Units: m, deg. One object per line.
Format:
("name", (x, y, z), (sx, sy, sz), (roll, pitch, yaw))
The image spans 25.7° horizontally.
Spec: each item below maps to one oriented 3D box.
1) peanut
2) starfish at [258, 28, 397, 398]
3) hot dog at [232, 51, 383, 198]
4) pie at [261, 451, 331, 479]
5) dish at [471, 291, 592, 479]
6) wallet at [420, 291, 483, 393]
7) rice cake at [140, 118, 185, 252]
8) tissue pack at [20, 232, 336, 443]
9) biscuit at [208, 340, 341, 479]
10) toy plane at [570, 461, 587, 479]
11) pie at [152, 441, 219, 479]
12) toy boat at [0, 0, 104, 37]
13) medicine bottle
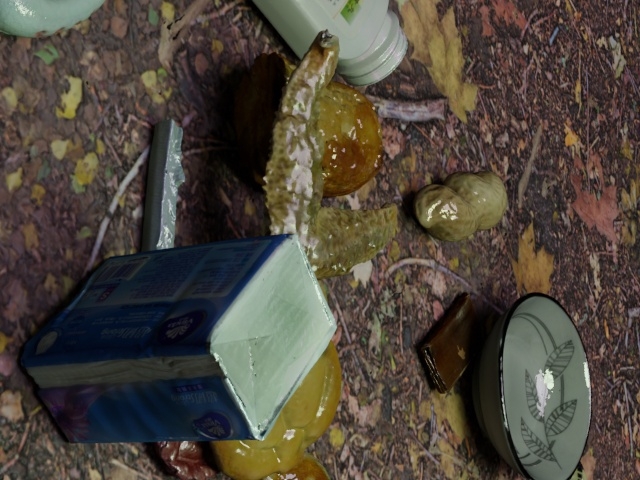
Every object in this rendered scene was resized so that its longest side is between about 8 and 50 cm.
("peanut", (0.215, -0.053, 2.173), (0.228, 0.086, 0.104), (-22, 94, -53))
("starfish", (0.000, 0.000, 1.727), (0.324, 0.082, 0.432), (38, 67, -48))
("hot dog", (-0.024, -0.143, 1.822), (0.259, 0.114, 0.175), (19, 65, -55))
("pie", (-0.036, 0.350, 1.754), (0.163, 0.079, 0.193), (-19, 99, -51))
("dish", (0.324, 0.243, 2.262), (0.316, 0.106, 0.316), (12, 75, -53))
("wallet", (0.205, 0.160, 2.171), (0.176, 0.026, 0.095), (-48, 122, -53))
("rice cake", (-0.182, -0.053, 1.637), (0.030, 0.042, 0.180), (23, 67, -54))
("tissue pack", (-0.146, 0.106, 1.468), (0.198, 0.263, 0.146), (-53, 127, -45))
("biscuit", (-0.057, 0.170, 1.646), (0.203, 0.041, 0.260), (-27, 126, -27))
("toy plane", (0.405, 0.484, 2.352), (0.229, 0.092, 0.244), (19, 68, -50))
("pie", (-0.153, 0.207, 1.644), (0.153, 0.038, 0.153), (6, 83, -54))
("toy boat", (-0.288, -0.290, 1.496), (0.208, 0.079, 0.134), (-39, 119, -52))
("medicine bottle", (-0.006, -0.346, 1.871), (0.324, 0.124, 0.179), (45, 51, -40))
